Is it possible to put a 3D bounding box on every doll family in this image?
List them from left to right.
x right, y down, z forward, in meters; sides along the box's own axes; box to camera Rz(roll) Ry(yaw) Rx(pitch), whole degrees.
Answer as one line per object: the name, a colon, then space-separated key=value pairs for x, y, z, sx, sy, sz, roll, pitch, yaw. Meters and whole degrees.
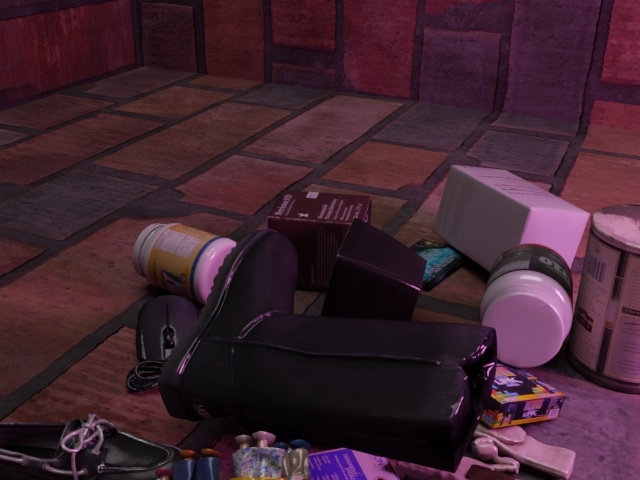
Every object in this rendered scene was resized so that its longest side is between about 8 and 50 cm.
doll family: x=-0.121 y=0.330 z=0.922 sx=0.263 sy=0.118 sz=0.163 roll=-16 pitch=53 yaw=12

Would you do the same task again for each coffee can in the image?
coffee can: x=0.559 y=0.100 z=1.349 sx=0.202 sy=0.275 sz=0.201 roll=1 pitch=25 yaw=-1

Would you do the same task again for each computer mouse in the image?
computer mouse: x=-0.271 y=0.167 z=1.408 sx=0.189 sy=0.072 sz=0.272 roll=-7 pitch=26 yaw=-15

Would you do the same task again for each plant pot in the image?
plant pot: x=0.105 y=0.093 z=1.474 sx=0.167 sy=0.187 sz=0.188 roll=17 pitch=27 yaw=7

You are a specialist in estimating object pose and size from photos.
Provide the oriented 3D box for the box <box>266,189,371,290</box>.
box: x=0.000 y=0.000 z=1.664 sx=0.203 sy=0.167 sz=0.168 roll=5 pitch=25 yaw=8

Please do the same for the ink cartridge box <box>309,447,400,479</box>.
ink cartridge box: x=0.017 y=0.366 z=1.026 sx=0.208 sy=0.045 sz=0.206 roll=-7 pitch=27 yaw=-16

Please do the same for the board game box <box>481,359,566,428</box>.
board game box: x=0.289 y=0.242 z=1.243 sx=0.170 sy=0.048 sz=0.141 roll=4 pitch=19 yaw=-40

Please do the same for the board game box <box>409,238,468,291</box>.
board game box: x=0.237 y=0.052 z=1.730 sx=0.126 sy=0.026 sz=0.186 roll=19 pitch=30 yaw=32

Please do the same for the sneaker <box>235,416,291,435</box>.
sneaker: x=0.028 y=0.234 z=1.202 sx=0.319 sy=0.112 sz=0.131 roll=0 pitch=21 yaw=15

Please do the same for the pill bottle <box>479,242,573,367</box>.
pill bottle: x=0.379 y=0.115 z=1.401 sx=0.161 sy=0.161 sz=0.283 roll=9 pitch=18 yaw=15

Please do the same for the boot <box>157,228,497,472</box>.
boot: x=0.036 y=0.127 z=1.100 sx=0.445 sy=0.146 sz=0.367 roll=-2 pitch=45 yaw=32

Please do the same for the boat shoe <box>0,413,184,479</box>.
boat shoe: x=-0.339 y=0.299 z=1.082 sx=0.306 sy=0.105 sz=0.113 roll=3 pitch=25 yaw=5

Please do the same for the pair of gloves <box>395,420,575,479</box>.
pair of gloves: x=0.248 y=0.313 z=1.116 sx=0.204 sy=0.042 sz=0.240 roll=18 pitch=18 yaw=33

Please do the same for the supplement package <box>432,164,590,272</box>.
supplement package: x=0.421 y=-0.039 z=1.727 sx=0.175 sy=0.177 sz=0.293 roll=3 pitch=22 yaw=-28

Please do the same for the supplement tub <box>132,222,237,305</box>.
supplement tub: x=-0.274 y=0.045 z=1.583 sx=0.200 sy=0.144 sz=0.144 roll=16 pitch=29 yaw=29
